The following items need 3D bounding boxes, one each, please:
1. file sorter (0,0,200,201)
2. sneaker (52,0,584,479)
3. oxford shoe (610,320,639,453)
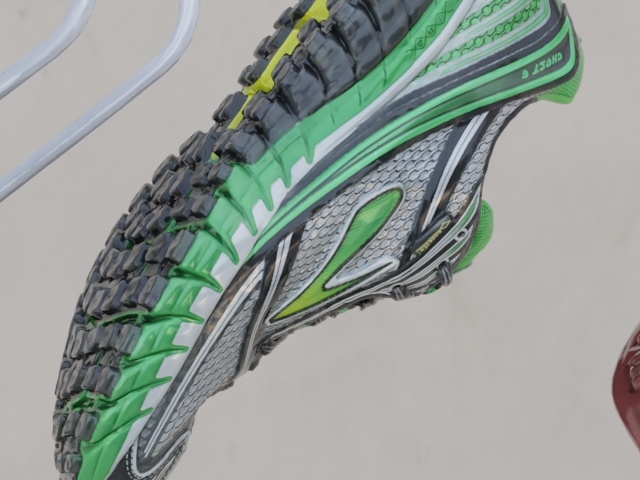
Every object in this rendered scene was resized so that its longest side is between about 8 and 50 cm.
[{"bbox_3d":[-0.198,-0.120,0.578,0.173,0.278,0.192,-33,69,24],"label":"file sorter"},{"bbox_3d":[0.000,0.000,0.807,0.146,0.134,0.343,39,89,-17],"label":"sneaker"},{"bbox_3d":[0.179,0.083,0.576,0.130,0.123,0.348,53,26,-11],"label":"oxford shoe"}]
